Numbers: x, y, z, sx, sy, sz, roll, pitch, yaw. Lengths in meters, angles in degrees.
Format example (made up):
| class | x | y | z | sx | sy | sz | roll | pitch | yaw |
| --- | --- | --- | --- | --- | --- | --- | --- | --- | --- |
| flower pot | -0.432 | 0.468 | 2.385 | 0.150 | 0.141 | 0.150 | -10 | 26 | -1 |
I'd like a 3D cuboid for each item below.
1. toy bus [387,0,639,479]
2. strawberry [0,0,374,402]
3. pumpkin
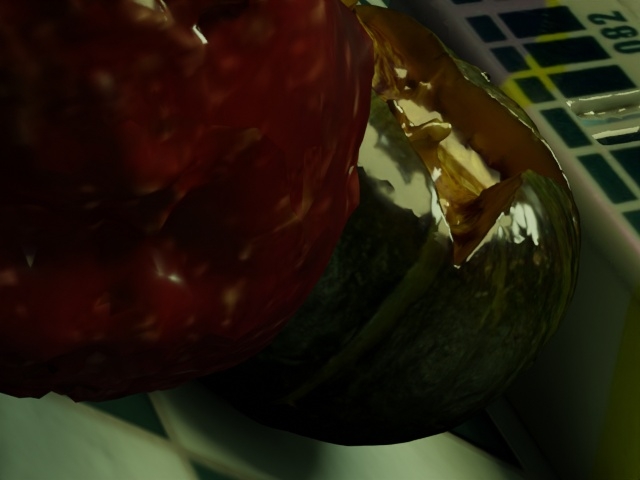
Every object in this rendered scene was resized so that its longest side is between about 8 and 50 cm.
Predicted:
| class | x | y | z | sx | sy | sz | roll | pitch | yaw |
| --- | --- | --- | --- | --- | --- | --- | --- | --- | --- |
| toy bus | 0.196 | -0.011 | 1.109 | 0.249 | 0.209 | 0.440 | -10 | 41 | -18 |
| strawberry | -0.107 | -0.067 | 0.508 | 0.220 | 0.274 | 0.274 | -25 | 65 | -36 |
| pumpkin | -0.001 | -0.016 | 0.755 | 0.238 | 0.159 | 0.238 | 29 | 32 | -20 |
